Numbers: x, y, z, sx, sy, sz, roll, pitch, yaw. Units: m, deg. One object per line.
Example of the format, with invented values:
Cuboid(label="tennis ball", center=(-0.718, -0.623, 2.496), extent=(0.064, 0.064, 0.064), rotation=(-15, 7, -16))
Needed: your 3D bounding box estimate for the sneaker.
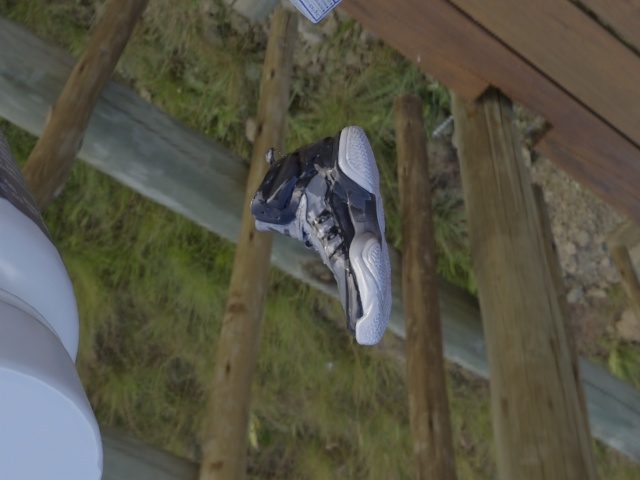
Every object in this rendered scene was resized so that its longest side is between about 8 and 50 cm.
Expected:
Cuboid(label="sneaker", center=(0.000, 0.000, 1.124), extent=(0.153, 0.268, 0.101), rotation=(-8, 164, 11))

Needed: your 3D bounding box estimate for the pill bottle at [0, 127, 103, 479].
Cuboid(label="pill bottle", center=(-0.252, 0.016, 0.507), extent=(0.204, 0.361, 0.204), rotation=(-18, 131, -22))

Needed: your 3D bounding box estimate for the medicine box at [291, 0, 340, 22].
Cuboid(label="medicine box", center=(-0.001, -0.544, 1.461), extent=(0.289, 0.263, 0.149), rotation=(-41, 152, 6))
